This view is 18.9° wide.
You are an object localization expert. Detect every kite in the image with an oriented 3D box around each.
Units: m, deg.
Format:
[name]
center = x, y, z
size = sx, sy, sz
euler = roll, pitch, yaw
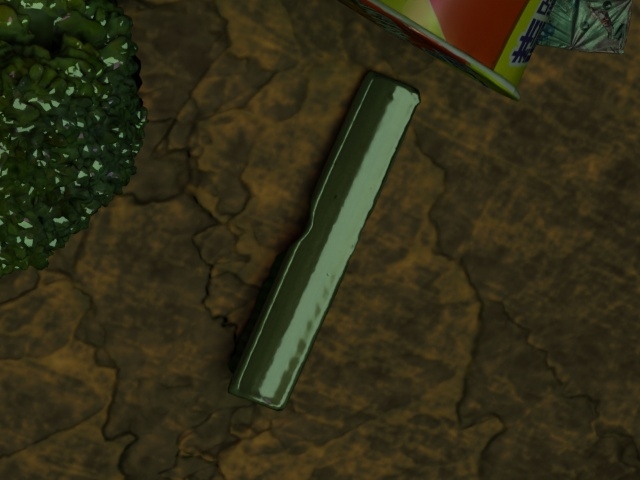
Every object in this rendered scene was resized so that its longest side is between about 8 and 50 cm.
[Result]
[kite]
center = 0.201, -0.205, 1.520
size = 0.137, 0.005, 0.152
euler = -39, 116, 1

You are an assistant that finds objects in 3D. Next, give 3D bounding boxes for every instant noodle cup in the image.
[instant noodle cup]
center = 0.095, -0.226, 1.385
size = 0.213, 0.213, 0.174
euler = 28, 94, -23

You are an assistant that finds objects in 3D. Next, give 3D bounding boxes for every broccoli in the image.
[broccoli]
center = -0.247, -0.085, 1.356
size = 0.273, 0.180, 0.242
euler = 12, 110, -19

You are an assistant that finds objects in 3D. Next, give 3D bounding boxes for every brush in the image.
[brush]
center = 0.000, 0.000, 1.534
size = 0.054, 0.048, 0.282
euler = 21, 98, -24
